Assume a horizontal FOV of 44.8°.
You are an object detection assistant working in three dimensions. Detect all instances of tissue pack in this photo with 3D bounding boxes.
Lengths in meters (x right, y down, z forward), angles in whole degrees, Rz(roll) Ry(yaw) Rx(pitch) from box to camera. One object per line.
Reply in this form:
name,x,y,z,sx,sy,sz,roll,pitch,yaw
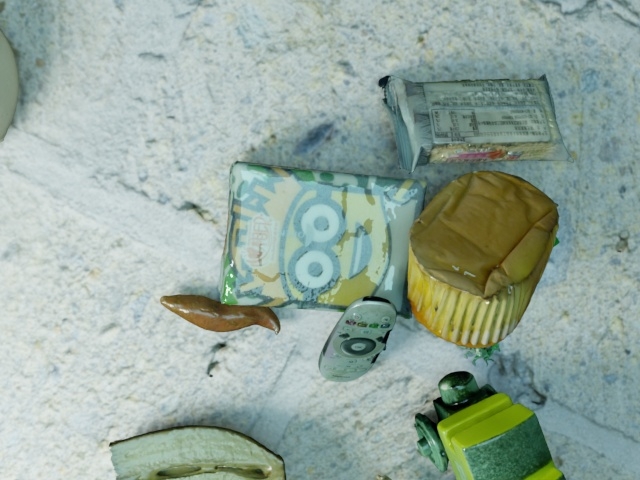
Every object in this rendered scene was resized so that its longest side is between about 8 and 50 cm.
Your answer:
tissue pack,0.000,0.000,1.251,0.311,0.128,0.228,5,96,-11

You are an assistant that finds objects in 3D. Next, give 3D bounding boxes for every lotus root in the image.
lotus root,-0.182,0.420,1.264,0.260,0.149,0.267,-15,81,-12

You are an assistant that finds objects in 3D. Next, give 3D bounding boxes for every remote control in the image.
remote control,0.057,0.160,1.250,0.097,0.256,0.045,7,54,-14

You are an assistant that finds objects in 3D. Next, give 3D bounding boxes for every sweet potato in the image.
sweet potato,-0.164,0.121,1.277,0.202,0.058,0.055,8,52,-15

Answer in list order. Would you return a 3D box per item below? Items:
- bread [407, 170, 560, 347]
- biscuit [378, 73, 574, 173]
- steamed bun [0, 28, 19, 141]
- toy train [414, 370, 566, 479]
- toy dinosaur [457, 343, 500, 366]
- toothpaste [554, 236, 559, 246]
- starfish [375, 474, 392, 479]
bread,0.242,0.031,1.209,0.204,0.156,0.288,23,48,14
biscuit,0.258,-0.200,1.278,0.309,0.079,0.186,-5,64,-9
steamed bun,-0.582,-0.229,1.100,0.283,0.177,0.283,-1,97,-9
toy train,0.311,0.437,1.282,0.179,0.272,0.442,-24,100,-9
toy dinosaur,0.283,0.190,1.376,0.062,0.021,0.083,-43,105,-10
toothpaste,0.286,0.054,1.346,0.266,0.050,0.065,-36,98,-5
starfish,0.121,0.619,1.337,0.324,0.082,0.432,-34,98,9
